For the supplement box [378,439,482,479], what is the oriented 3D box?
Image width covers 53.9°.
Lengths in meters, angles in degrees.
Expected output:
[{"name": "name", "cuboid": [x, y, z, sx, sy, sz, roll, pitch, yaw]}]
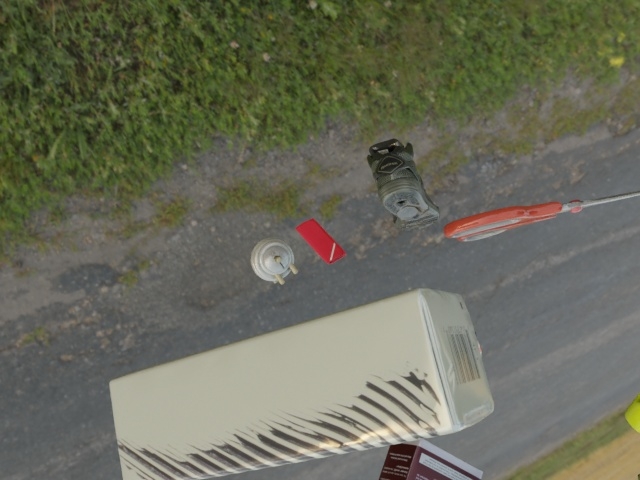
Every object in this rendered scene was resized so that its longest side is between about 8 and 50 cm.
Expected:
[{"name": "supplement box", "cuboid": [0.131, 0.415, 0.890, 0.130, 0.239, 0.073, 33, 154, -19]}]

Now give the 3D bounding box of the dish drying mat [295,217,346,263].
[{"name": "dish drying mat", "cuboid": [0.000, 0.000, 0.877, 0.032, 0.083, 0.008, -31, 144, -16]}]

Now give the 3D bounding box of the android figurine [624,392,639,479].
[{"name": "android figurine", "cuboid": [0.458, 0.194, 0.646, 0.056, 0.248, 0.273, -55, 168, -56]}]

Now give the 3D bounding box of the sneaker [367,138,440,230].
[{"name": "sneaker", "cuboid": [0.144, -0.095, 1.080, 0.087, 0.130, 0.227, -17, 158, 18]}]

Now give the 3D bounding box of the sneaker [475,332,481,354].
[{"name": "sneaker", "cuboid": [0.232, 0.220, 1.212, 0.161, 0.057, 0.075, -16, 120, 26]}]

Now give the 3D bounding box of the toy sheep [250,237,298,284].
[{"name": "toy sheep", "cuboid": [-0.089, 0.037, 1.188, 0.091, 0.091, 0.132, -21, -177, -20]}]

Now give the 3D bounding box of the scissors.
[{"name": "scissors", "cuboid": [0.303, -0.040, 0.788, 0.297, 0.021, 0.109, -13, 166, 14]}]

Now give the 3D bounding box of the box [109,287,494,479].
[{"name": "box", "cuboid": [-0.021, 0.118, 0.482, 0.275, 0.094, 0.113, -20, 164, 26]}]
